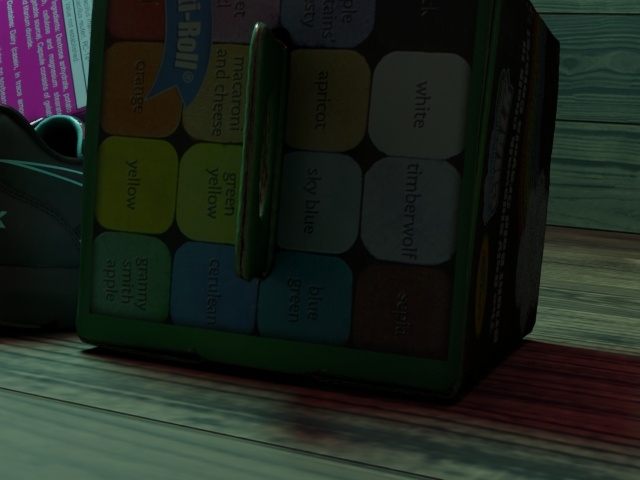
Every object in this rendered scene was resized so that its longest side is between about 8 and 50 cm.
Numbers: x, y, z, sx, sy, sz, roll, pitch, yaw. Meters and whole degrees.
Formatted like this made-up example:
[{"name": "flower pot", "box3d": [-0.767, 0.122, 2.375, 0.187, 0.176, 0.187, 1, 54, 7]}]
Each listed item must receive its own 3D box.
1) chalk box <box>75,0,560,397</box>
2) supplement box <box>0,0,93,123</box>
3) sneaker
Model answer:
[{"name": "chalk box", "box3d": [0.002, -0.035, 0.508, 0.179, 0.180, 0.289, 6, 3, 19]}, {"name": "supplement box", "box3d": [-0.169, -0.081, 0.680, 0.220, 0.114, 0.111, -17, -27, 8]}, {"name": "sneaker", "box3d": [-0.114, -0.013, 0.601, 0.101, 0.106, 0.267, 4, 2, 18]}]
